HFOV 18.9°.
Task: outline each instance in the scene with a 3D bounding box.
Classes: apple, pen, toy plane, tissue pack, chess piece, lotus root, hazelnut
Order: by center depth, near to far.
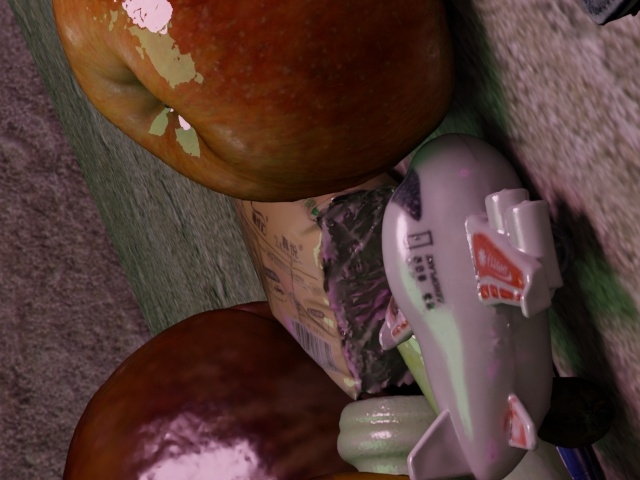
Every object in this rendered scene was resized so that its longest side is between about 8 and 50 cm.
[{"bbox_3d":[0.104,0.048,1.369,0.252,0.118,0.252,176,90,-69],"label":"toy plane"},{"bbox_3d":[-0.057,-0.160,1.406,0.309,0.250,0.277,46,155,47],"label":"apple"},{"bbox_3d":[0.182,0.126,1.410,0.099,0.049,0.054,-1,110,68],"label":"lotus root"},{"bbox_3d":[0.172,0.115,1.474,0.204,0.025,0.025,66,166,1],"label":"pen"},{"bbox_3d":[0.085,0.272,1.629,0.139,0.139,0.271,126,144,-74],"label":"chess piece"},{"bbox_3d":[0.000,0.000,1.718,0.257,0.123,0.215,43,151,55],"label":"tissue pack"},{"bbox_3d":[-0.041,0.283,1.881,0.402,0.402,0.429,90,156,-58],"label":"hazelnut"}]

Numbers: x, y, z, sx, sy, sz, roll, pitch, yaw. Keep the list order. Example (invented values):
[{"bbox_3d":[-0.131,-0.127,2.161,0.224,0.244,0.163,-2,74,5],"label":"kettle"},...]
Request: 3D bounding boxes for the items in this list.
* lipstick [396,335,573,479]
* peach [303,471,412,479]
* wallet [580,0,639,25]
[{"bbox_3d":[0.155,0.175,1.539,0.304,0.076,0.076,59,164,22],"label":"lipstick"},{"bbox_3d":[0.106,0.336,1.357,0.380,0.306,0.242,44,115,24],"label":"peach"},{"bbox_3d":[0.136,-0.234,1.016,0.222,0.036,0.167,64,166,8],"label":"wallet"}]
